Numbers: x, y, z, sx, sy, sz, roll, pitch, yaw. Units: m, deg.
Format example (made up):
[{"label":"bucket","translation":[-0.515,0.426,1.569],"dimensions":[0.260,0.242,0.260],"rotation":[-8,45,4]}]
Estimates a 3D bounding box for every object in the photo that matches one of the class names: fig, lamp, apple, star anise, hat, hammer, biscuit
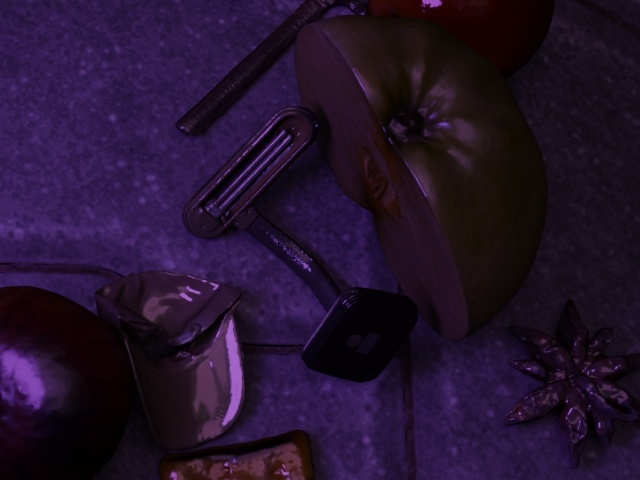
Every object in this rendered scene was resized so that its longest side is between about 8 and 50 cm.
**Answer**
[{"label":"fig","translation":[-0.302,0.165,1.494],"dimensions":[0.235,0.214,0.235],"rotation":[-8,67,18]},{"label":"lamp","translation":[0.003,-0.001,1.601],"dimensions":[0.283,0.124,0.203],"rotation":[48,115,28]},{"label":"apple","translation":[0.096,-0.076,1.548],"dimensions":[0.320,0.360,0.311],"rotation":[16,74,1]},{"label":"star anise","translation":[0.292,0.160,1.654],"dimensions":[0.195,0.065,0.182],"rotation":[-33,77,-13]},{"label":"hat","translation":[-0.177,0.135,1.601],"dimensions":[0.166,0.144,0.173],"rotation":[-6,110,-38]},{"label":"hammer","translation":[-0.070,-0.230,1.759],"dimensions":[0.125,0.027,0.297],"rotation":[40,71,6]},{"label":"apple","translation":[0.170,-0.287,1.713],"dimensions":[0.201,0.218,0.218],"rotation":[-32,78,-17]},{"label":"biscuit","translation":[-0.084,0.307,1.564],"dimensions":[0.174,0.039,0.183],"rotation":[-6,72,-12]}]
